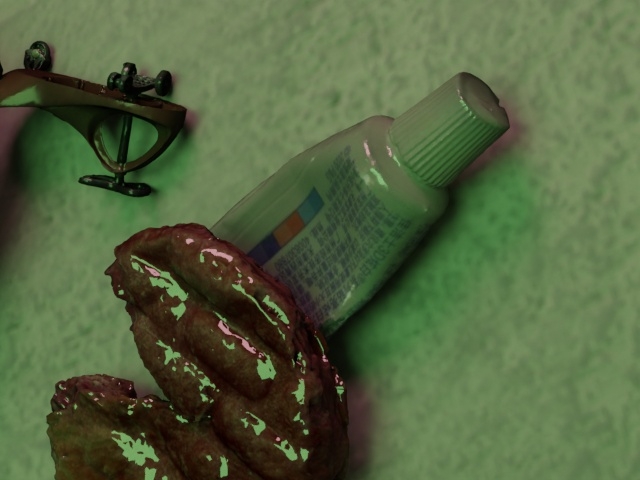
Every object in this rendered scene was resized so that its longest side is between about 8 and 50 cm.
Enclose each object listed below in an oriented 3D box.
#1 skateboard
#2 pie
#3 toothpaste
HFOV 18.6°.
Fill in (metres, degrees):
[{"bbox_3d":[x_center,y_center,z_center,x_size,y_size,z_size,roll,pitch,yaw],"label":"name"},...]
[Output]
[{"bbox_3d":[-0.153,-0.078,1.245,0.151,0.067,0.080,15,101,29],"label":"skateboard"},{"bbox_3d":[-0.075,0.104,1.151,0.204,0.054,0.218,51,122,20],"label":"pie"},{"bbox_3d":[0.000,0.001,1.142,0.282,0.068,0.099,-41,34,32],"label":"toothpaste"}]
